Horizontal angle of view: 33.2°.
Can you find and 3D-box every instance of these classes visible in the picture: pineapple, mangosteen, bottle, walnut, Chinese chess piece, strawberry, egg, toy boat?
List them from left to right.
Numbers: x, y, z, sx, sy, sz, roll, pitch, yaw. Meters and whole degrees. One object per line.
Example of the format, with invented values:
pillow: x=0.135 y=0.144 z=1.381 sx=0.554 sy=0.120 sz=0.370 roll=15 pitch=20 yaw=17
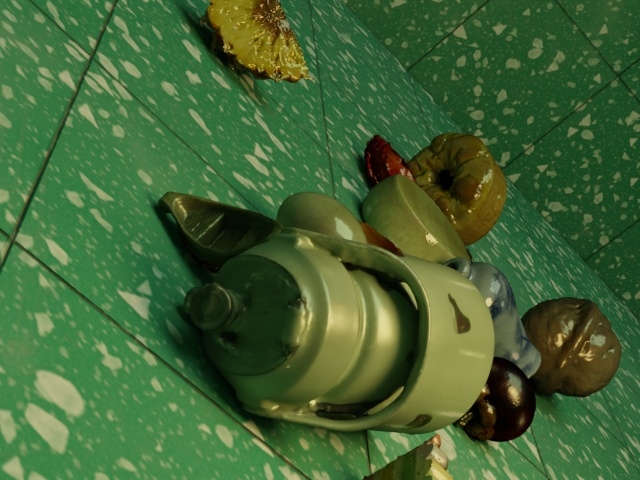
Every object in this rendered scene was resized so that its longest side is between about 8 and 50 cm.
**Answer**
toy boat: x=-0.105 y=-0.005 z=1.222 sx=0.185 sy=0.089 sz=0.071 roll=17 pitch=-40 yaw=30
pineapple: x=-0.146 y=-0.356 z=1.898 sx=0.250 sy=0.140 sz=0.164 roll=64 pitch=-26 yaw=-6
egg: x=0.000 y=0.000 z=1.454 sx=0.152 sy=0.114 sz=0.114 roll=55 pitch=18 yaw=19
bottle: x=0.026 y=0.097 z=1.159 sx=0.351 sy=0.229 sz=0.229 roll=18 pitch=35 yaw=-50
strawberry: x=0.133 y=-0.133 z=2.152 sx=0.188 sy=0.082 sz=0.121 roll=55 pitch=-5 yaw=46
Chinese chess piece: x=0.176 y=-0.011 z=1.959 sx=0.238 sy=0.092 sz=0.238 roll=44 pitch=17 yaw=-17
mangosteen: x=0.253 y=0.243 z=1.606 sx=0.140 sy=0.140 sz=0.140 roll=44 pitch=18 yaw=-19
walnut: x=0.475 y=0.208 z=2.082 sx=0.224 sy=0.224 sz=0.224 roll=44 pitch=18 yaw=-19

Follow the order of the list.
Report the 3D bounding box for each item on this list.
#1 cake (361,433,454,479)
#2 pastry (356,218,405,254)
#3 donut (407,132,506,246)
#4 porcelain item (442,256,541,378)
cake: x=0.082 y=0.283 z=1.079 sx=0.090 sy=0.109 sz=0.225 roll=40 pitch=20 yaw=-28
pastry: x=0.083 y=0.061 z=1.564 sx=0.218 sy=0.100 sz=0.229 roll=43 pitch=17 yaw=-23
donut: x=0.281 y=-0.107 z=2.234 sx=0.128 sy=0.208 sz=0.261 roll=39 pitch=25 yaw=-34
porcelain item: x=0.287 y=0.139 z=1.870 sx=0.259 sy=0.141 sz=0.141 roll=53 pitch=14 yaw=-27
